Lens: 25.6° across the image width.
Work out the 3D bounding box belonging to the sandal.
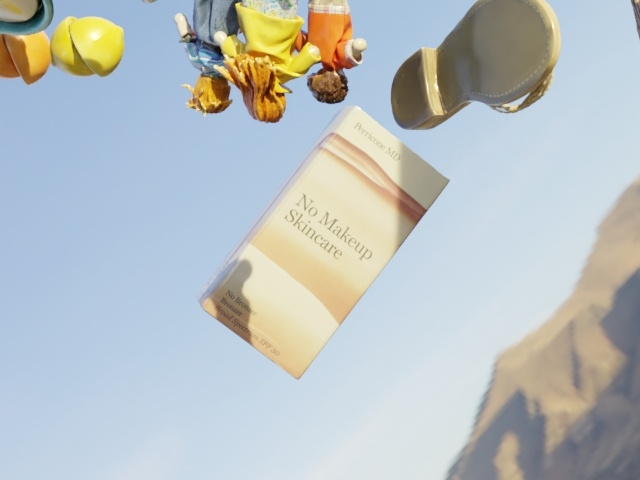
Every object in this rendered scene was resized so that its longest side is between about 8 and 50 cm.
[{"bbox_3d":[0.146,-0.140,1.124,0.079,0.088,0.240,-2,-8,-27],"label":"sandal"}]

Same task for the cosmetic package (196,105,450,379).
[{"bbox_3d":[0.000,0.000,1.672,0.296,0.153,0.129,-54,8,-2],"label":"cosmetic package"}]

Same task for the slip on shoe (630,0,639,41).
[{"bbox_3d":[0.266,-0.181,1.098,0.051,0.135,0.041,-17,-17,36],"label":"slip on shoe"}]

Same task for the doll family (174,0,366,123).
[{"bbox_3d":[-0.076,-0.194,1.314,0.118,0.263,0.163,-11,-68,-39],"label":"doll family"}]

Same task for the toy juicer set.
[{"bbox_3d":[-0.234,-0.187,1.088,0.329,0.209,0.089,-15,47,53],"label":"toy juicer set"}]
